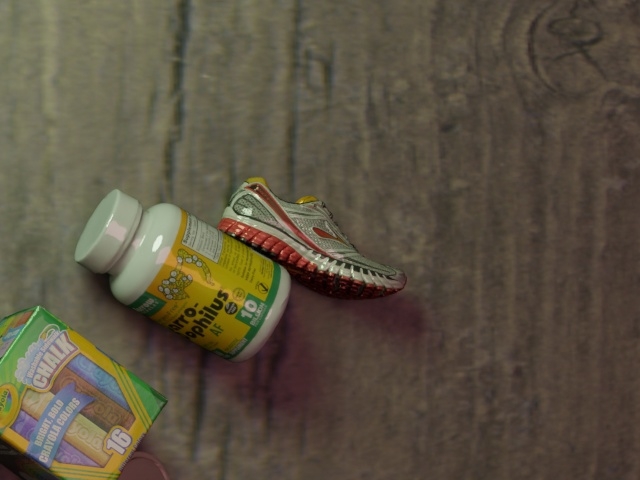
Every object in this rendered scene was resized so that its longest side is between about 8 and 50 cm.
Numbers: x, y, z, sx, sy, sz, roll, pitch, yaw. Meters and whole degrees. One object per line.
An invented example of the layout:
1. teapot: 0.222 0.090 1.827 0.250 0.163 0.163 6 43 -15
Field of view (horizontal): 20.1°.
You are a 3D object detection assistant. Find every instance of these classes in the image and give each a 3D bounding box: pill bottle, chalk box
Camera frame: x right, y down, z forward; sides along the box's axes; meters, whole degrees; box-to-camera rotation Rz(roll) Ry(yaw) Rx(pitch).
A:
1. pill bottle: -0.145 0.033 1.889 0.208 0.117 0.117 31 71 -19
2. chalk box: -0.287 0.153 1.798 0.213 0.132 0.132 40 69 -17

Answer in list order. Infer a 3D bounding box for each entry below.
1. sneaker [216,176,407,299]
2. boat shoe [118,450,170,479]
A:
1. sneaker: 0.000 0.000 1.980 0.225 0.088 0.092 25 71 -21
2. boat shoe: -0.213 0.383 1.831 0.112 0.095 0.335 10 74 -39
